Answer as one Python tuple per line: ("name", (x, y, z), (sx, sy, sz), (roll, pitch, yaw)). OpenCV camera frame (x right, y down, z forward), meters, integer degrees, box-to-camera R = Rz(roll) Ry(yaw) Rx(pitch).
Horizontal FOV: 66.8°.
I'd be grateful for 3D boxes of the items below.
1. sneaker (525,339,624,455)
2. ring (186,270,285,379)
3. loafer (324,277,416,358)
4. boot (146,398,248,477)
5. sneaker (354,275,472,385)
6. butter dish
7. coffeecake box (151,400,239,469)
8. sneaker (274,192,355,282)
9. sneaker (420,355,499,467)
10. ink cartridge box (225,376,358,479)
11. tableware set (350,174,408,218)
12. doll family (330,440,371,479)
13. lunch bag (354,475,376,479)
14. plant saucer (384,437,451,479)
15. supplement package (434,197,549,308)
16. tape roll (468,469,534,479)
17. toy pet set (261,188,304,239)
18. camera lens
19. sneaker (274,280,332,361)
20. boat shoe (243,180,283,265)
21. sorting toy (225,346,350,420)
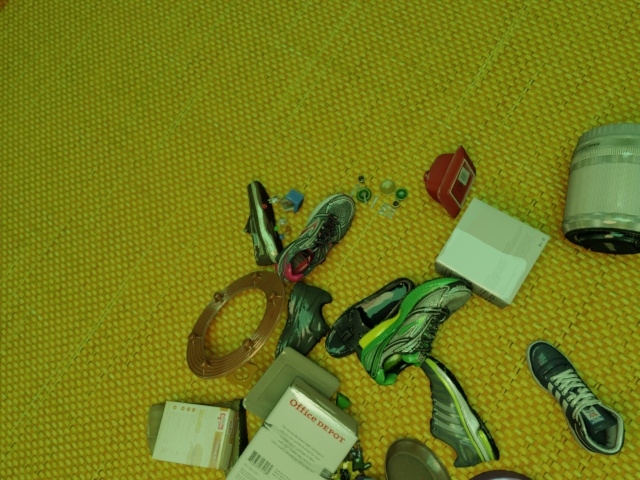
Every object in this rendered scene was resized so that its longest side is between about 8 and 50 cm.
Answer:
("sneaker", (0.592, 0.360, 1.128), (0.099, 0.153, 0.282), (-29, 73, 3))
("ring", (-0.235, 0.210, 1.293), (0.336, 0.032, 0.337), (-28, 34, 21))
("loafer", (0.127, 0.199, 1.294), (0.302, 0.095, 0.109), (-39, 72, 1))
("boot", (-0.333, 0.554, 1.316), (0.269, 0.089, 0.236), (-10, 63, 8))
("sneaker", (0.249, 0.230, 1.205), (0.343, 0.134, 0.146), (-46, 36, 12))
("butter dish", (0.337, -0.166, 1.326), (0.118, 0.160, 0.160), (21, 82, 39))
("coffeecake box", (-0.319, 0.500, 1.249), (0.185, 0.068, 0.143), (2, 64, 15))
("sneaker", (0.000, 0.000, 1.339), (0.120, 0.112, 0.299), (39, 83, -14))
("sneaker", (0.310, 0.421, 1.201), (0.121, 0.111, 0.300), (-33, 68, 10))
("ink cartridge box", (-0.062, 0.502, 1.165), (0.198, 0.115, 0.273), (35, 91, 6))
("tableware set", (0.169, -0.139, 1.403), (0.154, 0.024, 0.104), (31, 85, 17))
("doll family", (0.031, 0.587, 1.239), (0.192, 0.076, 0.112), (-12, 79, 14))
("lunch bag", (0.128, 0.720, 1.117), (0.303, 0.115, 0.243), (42, 68, 9))
("plant saucer", (0.228, 0.575, 1.158), (0.199, 0.198, 0.036), (47, 125, 17))
("supplement package", (0.428, 0.037, 1.241), (0.203, 0.149, 0.194), (31, 85, 17))
("tape roll", (0.437, 0.686, 1.119), (0.274, 0.090, 0.275), (-3, 76, 11))
("toy pet set", (-0.092, -0.085, 1.404), (0.065, 0.122, 0.114), (-9, 32, 37))
("camera lens", (0.719, -0.115, 1.179), (0.219, 0.219, 0.275), (10, 79, 14))
("sneaker", (-0.045, 0.258, 1.317), (0.130, 0.109, 0.287), (14, 84, 5))
("boat shoe", (-0.186, -0.048, 1.421), (0.095, 0.095, 0.258), (-20, 74, 13))
("sorting toy", (-0.077, 0.388, 1.259), (0.347, 0.047, 0.196), (37, 95, -13))
